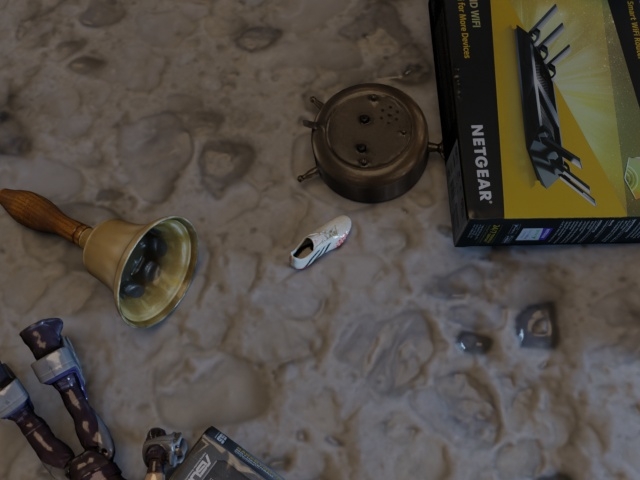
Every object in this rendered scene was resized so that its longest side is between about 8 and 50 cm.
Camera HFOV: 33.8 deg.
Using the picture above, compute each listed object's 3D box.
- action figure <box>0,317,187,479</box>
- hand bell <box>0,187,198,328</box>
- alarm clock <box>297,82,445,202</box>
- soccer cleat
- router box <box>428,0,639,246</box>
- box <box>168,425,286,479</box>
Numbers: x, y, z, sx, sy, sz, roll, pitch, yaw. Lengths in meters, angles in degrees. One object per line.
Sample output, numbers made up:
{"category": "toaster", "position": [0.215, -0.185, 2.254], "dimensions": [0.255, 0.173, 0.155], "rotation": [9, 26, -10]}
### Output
{"category": "action figure", "position": [-0.233, 0.219, 1.052], "dimensions": [0.185, 0.099, 0.285], "rotation": [-31, 83, -13]}
{"category": "hand bell", "position": [-0.266, -0.007, 1.153], "dimensions": [0.242, 0.126, 0.126], "rotation": [23, 72, 26]}
{"category": "alarm clock", "position": [0.075, -0.109, 1.167], "dimensions": [0.192, 0.064, 0.129], "rotation": [6, 69, 5]}
{"category": "soccer cleat", "position": [0.000, 0.000, 1.143], "dimensions": [0.083, 0.035, 0.029], "rotation": [-38, 69, -9]}
{"category": "router box", "position": [0.253, -0.148, 1.130], "dimensions": [0.243, 0.081, 0.308], "rotation": [-2, 68, -6]}
{"category": "box", "position": [-0.101, 0.318, 0.972], "dimensions": [0.183, 0.056, 0.231], "rotation": [36, 88, 2]}
